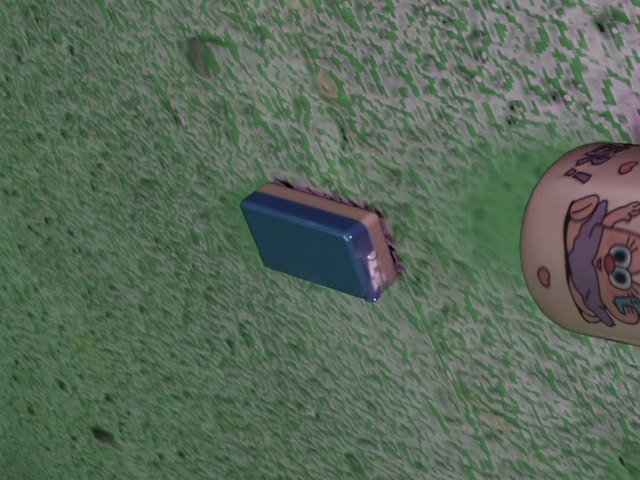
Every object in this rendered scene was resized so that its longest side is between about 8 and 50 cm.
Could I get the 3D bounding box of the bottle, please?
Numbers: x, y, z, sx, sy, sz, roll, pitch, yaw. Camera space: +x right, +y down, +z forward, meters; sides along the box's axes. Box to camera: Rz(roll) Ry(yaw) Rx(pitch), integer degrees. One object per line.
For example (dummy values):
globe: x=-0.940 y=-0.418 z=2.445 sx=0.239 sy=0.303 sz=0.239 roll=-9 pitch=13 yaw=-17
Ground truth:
bottle: x=0.191 y=0.003 z=0.831 sx=0.209 sy=0.097 sz=0.110 roll=9 pitch=113 yaw=54

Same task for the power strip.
power strip: x=0.000 y=0.000 z=1.217 sx=0.123 sy=0.032 sz=0.056 roll=18 pitch=137 yaw=50
